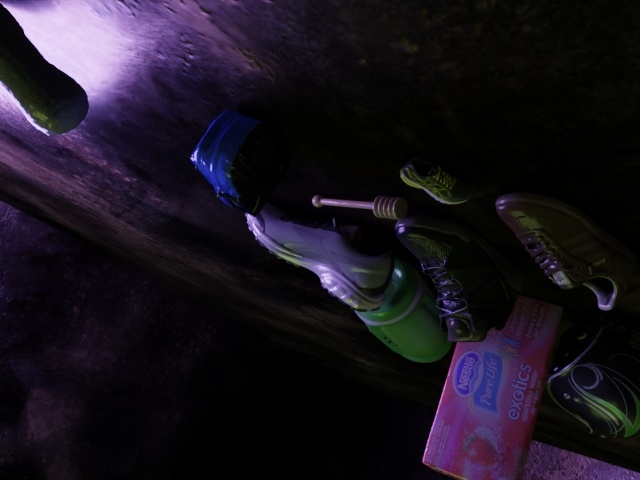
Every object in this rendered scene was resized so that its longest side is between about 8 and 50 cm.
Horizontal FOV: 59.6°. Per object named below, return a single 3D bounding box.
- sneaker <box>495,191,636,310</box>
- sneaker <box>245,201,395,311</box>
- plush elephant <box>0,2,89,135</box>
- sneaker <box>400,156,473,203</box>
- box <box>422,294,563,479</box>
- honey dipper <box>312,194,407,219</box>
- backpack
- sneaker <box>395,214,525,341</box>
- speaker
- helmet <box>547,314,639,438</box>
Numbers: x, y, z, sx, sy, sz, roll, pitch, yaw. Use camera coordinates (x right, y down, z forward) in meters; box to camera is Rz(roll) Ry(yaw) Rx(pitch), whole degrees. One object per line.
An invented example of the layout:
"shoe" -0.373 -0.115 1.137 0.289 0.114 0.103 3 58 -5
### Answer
"sneaker" 0.269 0.013 0.613 0.188 0.071 0.066 26 163 -13
"sneaker" 0.000 0.000 0.892 0.271 0.108 0.100 32 -161 18
"plush elephant" -0.488 -0.199 0.601 0.255 0.272 0.330 -12 115 40
"sneaker" 0.128 -0.066 0.616 0.083 0.031 0.035 20 162 6
"box" 0.278 0.243 0.908 0.142 0.300 0.154 16 162 19
"honey dipper" 0.046 -0.049 0.772 0.161 0.030 0.030 8 158 43
"backpack" -0.107 -0.099 0.694 0.101 0.098 0.120 21 164 16
"sneaker" 0.184 0.058 0.764 0.227 0.130 0.087 34 158 -28
"speaker" 0.156 0.133 1.024 0.131 0.131 0.296 11 160 32
"helmet" 0.438 0.209 0.836 0.161 0.169 0.169 40 164 7
